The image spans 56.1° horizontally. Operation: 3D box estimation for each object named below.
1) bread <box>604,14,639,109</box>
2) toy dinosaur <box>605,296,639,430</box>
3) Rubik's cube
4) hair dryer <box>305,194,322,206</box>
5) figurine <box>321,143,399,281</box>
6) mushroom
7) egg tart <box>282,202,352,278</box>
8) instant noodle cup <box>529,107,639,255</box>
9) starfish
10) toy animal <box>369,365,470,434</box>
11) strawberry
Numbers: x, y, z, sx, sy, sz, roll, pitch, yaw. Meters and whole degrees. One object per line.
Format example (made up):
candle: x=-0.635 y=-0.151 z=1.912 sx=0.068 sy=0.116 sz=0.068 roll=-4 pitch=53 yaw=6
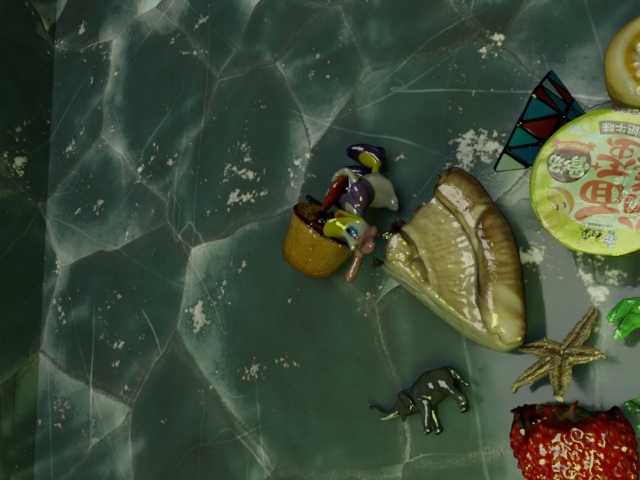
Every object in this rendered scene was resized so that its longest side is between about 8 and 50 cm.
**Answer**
bread: x=0.802 y=-0.350 z=1.195 sx=0.424 sy=0.245 sz=0.329 roll=-11 pitch=34 yaw=27
toy dinosaur: x=0.788 y=0.205 z=1.173 sx=0.500 sy=0.144 sz=0.374 roll=-44 pitch=74 yaw=5
Rubik's cube: x=0.578 y=-0.259 z=1.380 sx=0.234 sy=0.250 sz=0.284 roll=31 pitch=90 yaw=14
hair dryer: x=-0.032 y=-0.087 z=1.787 sx=0.079 sy=0.031 sz=0.083 roll=45 pitch=111 yaw=42
figurine: x=0.103 y=-0.089 z=1.555 sx=0.193 sy=0.421 sz=0.154 roll=26 pitch=133 yaw=-1
mushroom: x=0.365 y=0.059 z=1.427 sx=0.397 sy=0.224 sz=0.313 roll=42 pitch=82 yaw=19
egg tart: x=0.000 y=0.000 z=1.651 sx=0.215 sy=0.215 sz=0.171 roll=41 pitch=115 yaw=32
instant noodle cup: x=0.620 y=-0.100 z=1.273 sx=0.311 sy=0.221 sz=0.311 roll=-7 pitch=75 yaw=29
starfish: x=0.502 y=0.243 z=1.290 sx=0.048 sy=0.295 sz=0.231 roll=49 pitch=142 yaw=-10
toy animal: x=0.250 y=0.405 z=1.463 sx=0.269 sy=0.082 sz=0.137 roll=-38 pitch=59 yaw=23
strawberry: x=0.508 y=0.443 z=1.195 sx=0.261 sy=0.261 sz=0.258 roll=-1 pitch=81 yaw=31
